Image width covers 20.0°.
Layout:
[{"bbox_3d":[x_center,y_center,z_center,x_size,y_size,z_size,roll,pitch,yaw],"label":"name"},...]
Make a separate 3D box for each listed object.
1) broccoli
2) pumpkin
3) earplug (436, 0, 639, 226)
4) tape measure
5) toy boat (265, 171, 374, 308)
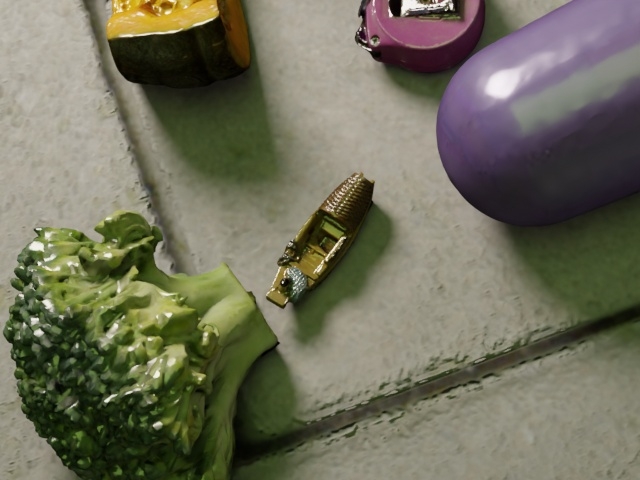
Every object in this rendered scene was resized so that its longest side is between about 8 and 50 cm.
[{"bbox_3d":[-0.135,0.107,1.582,0.245,0.288,0.248,-34,32,-21],"label":"broccoli"},{"bbox_3d":[-0.144,-0.238,1.747,0.131,0.126,0.248,-14,51,10],"label":"pumpkin"},{"bbox_3d":[0.318,-0.157,1.613,0.456,0.215,0.215,-25,70,1],"label":"earplug"},{"bbox_3d":[0.094,-0.220,1.726,0.125,0.074,0.118,-4,71,8],"label":"tape measure"},{"bbox_3d":[0.000,0.000,1.675,0.047,0.049,0.149,33,78,16],"label":"toy boat"}]
